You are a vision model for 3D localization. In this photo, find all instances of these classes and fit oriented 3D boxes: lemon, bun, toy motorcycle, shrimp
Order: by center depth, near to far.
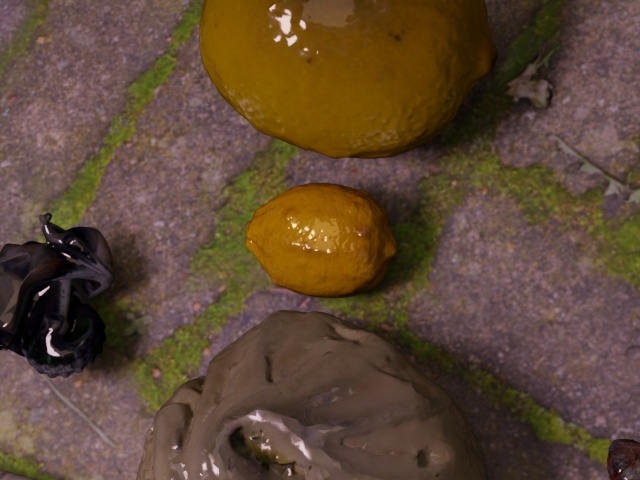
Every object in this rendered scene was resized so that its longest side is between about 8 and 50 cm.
[{"bbox_3d":[-0.018,0.231,1.686,0.360,0.211,0.359,-3,71,8],"label":"bun"},{"bbox_3d":[0.325,0.258,1.699,0.073,0.075,0.190,-10,47,-42],"label":"shrimp"},{"bbox_3d":[0.024,-0.204,1.823,0.284,0.260,0.260,4,69,-10],"label":"lemon"},{"bbox_3d":[0.000,0.000,1.823,0.155,0.114,0.114,4,71,15],"label":"lemon"},{"bbox_3d":[-0.312,0.037,1.867,0.270,0.106,0.159,20,70,27],"label":"toy motorcycle"}]

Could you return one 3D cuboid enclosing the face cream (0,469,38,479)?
[{"bbox_3d":[-0.404,0.240,1.817,0.269,0.082,0.082,13,72,14],"label":"face cream"}]
